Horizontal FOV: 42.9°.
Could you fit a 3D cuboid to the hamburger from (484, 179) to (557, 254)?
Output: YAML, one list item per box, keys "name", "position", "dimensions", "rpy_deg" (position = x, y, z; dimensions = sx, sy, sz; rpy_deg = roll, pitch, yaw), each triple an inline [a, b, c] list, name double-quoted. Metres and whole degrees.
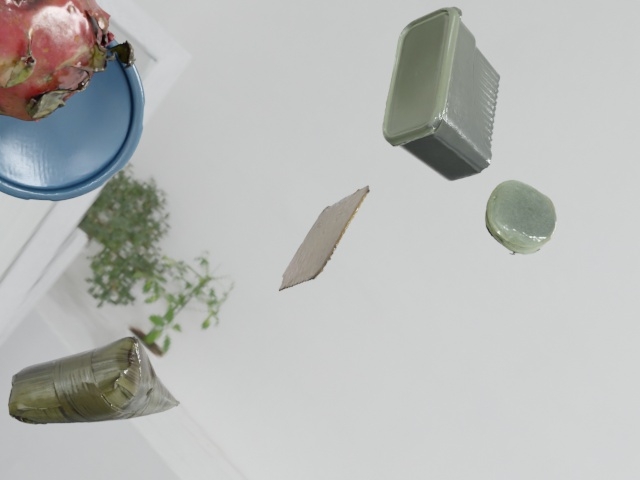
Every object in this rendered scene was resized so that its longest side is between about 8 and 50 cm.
- name: "hamburger"
  position: [0.371, -0.041, 1.515]
  dimensions: [0.140, 0.133, 0.062]
  rpy_deg: [27, -24, 4]

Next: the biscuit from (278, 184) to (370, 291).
- name: "biscuit"
  position: [0.000, 0.000, 1.678]
  dimensions: [0.013, 0.237, 0.232]
  rpy_deg: [38, -25, -14]

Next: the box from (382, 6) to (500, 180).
- name: "box"
  position: [0.221, -0.255, 1.450]
  dimensions: [0.138, 0.274, 0.178]
  rpy_deg: [-12, -34, 43]

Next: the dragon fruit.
- name: "dragon fruit"
  position: [-0.407, -0.279, 0.987]
  dimensions: [0.269, 0.250, 0.291]
  rpy_deg: [60, 6, 22]

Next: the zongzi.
- name: "zongzi"
  position: [-0.458, 0.328, 1.701]
  dimensions: [0.300, 0.286, 0.138]
  rpy_deg: [61, 15, -60]

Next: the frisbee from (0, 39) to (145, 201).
- name: "frisbee"
  position: [-0.409, -0.200, 1.212]
  dimensions: [0.289, 0.289, 0.049]
  rpy_deg: [38, -1, -27]
